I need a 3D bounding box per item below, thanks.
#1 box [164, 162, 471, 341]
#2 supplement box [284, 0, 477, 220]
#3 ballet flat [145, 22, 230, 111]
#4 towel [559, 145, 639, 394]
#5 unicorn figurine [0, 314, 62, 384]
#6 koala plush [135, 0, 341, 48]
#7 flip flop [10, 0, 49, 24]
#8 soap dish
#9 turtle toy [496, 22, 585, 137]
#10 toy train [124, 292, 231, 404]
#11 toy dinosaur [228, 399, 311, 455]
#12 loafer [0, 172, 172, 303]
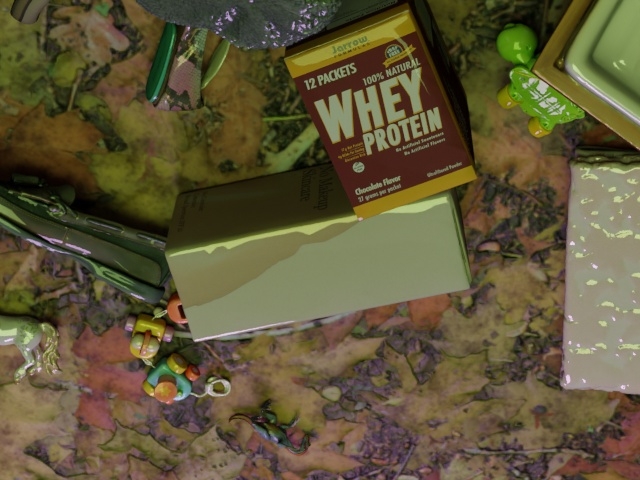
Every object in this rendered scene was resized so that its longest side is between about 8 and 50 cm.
[{"bbox_3d":[0.000,0.000,1.675,0.311,0.148,0.121,-12,118,7],"label":"box"},{"bbox_3d":[0.062,-0.162,1.553,0.129,0.194,0.191,-20,117,12],"label":"supplement box"},{"bbox_3d":[-0.127,-0.231,1.597,0.079,0.077,0.222,2,126,-20],"label":"ballet flat"},{"bbox_3d":[0.438,0.042,1.717,0.331,0.053,0.317,2,120,10],"label":"towel"},{"bbox_3d":[-0.383,0.111,1.802,0.161,0.060,0.111,1,120,-17],"label":"unicorn figurine"},{"bbox_3d":[-0.044,-0.310,1.443,0.203,0.221,0.196,25,144,3],"label":"koala plush"},{"bbox_3d":[-0.231,-0.275,1.492,0.080,0.112,0.277,27,155,-18],"label":"flip flop"},{"bbox_3d":[0.368,-0.182,1.534,0.291,0.118,0.229,33,82,-15],"label":"soap dish"},{"bbox_3d":[0.234,-0.174,1.613,0.130,0.066,0.095,40,139,-19],"label":"turtle toy"},{"bbox_3d":[-0.164,0.130,1.806,0.125,0.046,0.166,-7,118,6],"label":"toy train"},{"bbox_3d":[-0.052,0.233,1.877,0.090,0.047,0.082,1,136,40],"label":"toy dinosaur"},{"bbox_3d":[-0.276,-0.025,1.711,0.267,0.096,0.084,30,96,-22],"label":"loafer"}]
